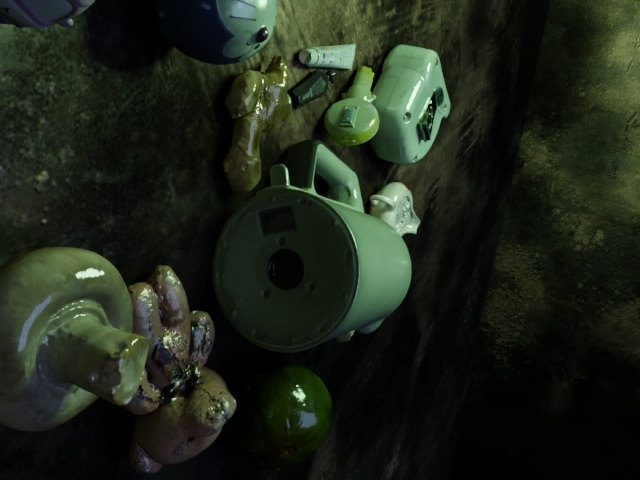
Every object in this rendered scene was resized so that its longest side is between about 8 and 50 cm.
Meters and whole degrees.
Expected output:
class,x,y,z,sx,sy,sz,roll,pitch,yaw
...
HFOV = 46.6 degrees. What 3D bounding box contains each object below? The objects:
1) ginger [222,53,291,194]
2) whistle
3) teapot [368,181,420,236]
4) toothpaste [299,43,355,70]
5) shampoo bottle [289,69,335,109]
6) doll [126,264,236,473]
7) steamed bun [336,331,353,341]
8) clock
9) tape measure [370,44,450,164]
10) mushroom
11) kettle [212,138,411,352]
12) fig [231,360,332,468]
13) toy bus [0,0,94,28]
class,x,y,z,sx,sy,sz,roll,pitch,yaw
ginger,-0.095,-0.177,1.160,0.133,0.058,0.214,-25,125,-54
whistle,0.069,-0.264,1.425,0.057,0.104,0.198,76,25,-52
teapot,0.161,-0.068,1.735,0.226,0.092,0.145,29,76,-64
toothpaste,0.020,-0.332,1.347,0.218,0.033,0.052,-27,129,-61
shampoo bottle,-0.014,-0.271,1.313,0.137,0.027,0.048,-45,135,-47
doll,-0.198,0.190,1.067,0.201,0.156,0.303,-38,133,-43
steamed bun,0.073,0.085,1.630,0.231,0.110,0.212,-65,177,35
clock,-0.117,-0.339,0.916,0.199,0.146,0.244,4,97,-60
tape measure,0.204,-0.291,1.647,0.246,0.125,0.243,-67,154,-17
mushroom,-0.271,0.112,0.799,0.204,0.204,0.204,-44,142,-48
kettle,0.000,0.000,1.320,0.376,0.249,0.361,6,71,-68
fig,-0.077,0.311,1.404,0.245,0.195,0.196,-109,-156,-68
toy bus,-0.249,-0.299,0.656,0.203,0.142,0.142,-65,155,-18
